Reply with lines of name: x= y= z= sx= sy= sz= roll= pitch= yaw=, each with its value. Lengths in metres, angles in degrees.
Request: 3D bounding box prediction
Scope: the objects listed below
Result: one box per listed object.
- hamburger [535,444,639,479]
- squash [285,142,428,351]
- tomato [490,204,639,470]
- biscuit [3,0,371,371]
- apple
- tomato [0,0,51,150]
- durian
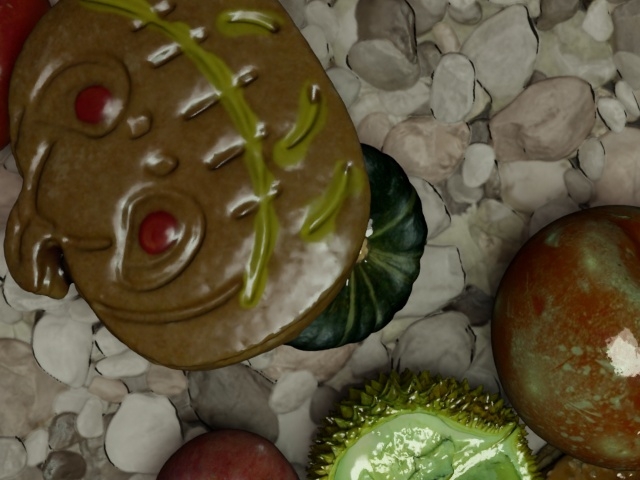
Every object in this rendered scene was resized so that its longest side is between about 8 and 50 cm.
hamburger: x=0.310 y=0.327 z=1.433 sx=0.286 sy=0.146 sz=0.243 roll=-44 pitch=91 yaw=1
squash: x=0.003 y=0.002 z=1.347 sx=0.218 sy=0.172 sz=0.218 roll=0 pitch=89 yaw=-10
tomato: x=0.293 y=0.104 z=1.353 sx=0.270 sy=0.270 sz=0.222 roll=30 pitch=123 yaw=-8
biscuit: x=-0.143 y=-0.068 z=1.250 sx=0.350 sy=0.070 sz=0.394 roll=-36 pitch=75 yaw=2
apple: x=-0.091 y=0.261 z=1.378 sx=0.153 sy=0.120 sz=0.153 roll=7 pitch=118 yaw=14
tomato: x=-0.374 y=-0.186 z=1.325 sx=0.228 sy=0.101 sz=0.227 roll=0 pitch=94 yaw=-4
durian: x=0.097 y=0.231 z=1.378 sx=0.237 sy=0.176 sz=0.200 roll=10 pitch=82 yaw=-14
